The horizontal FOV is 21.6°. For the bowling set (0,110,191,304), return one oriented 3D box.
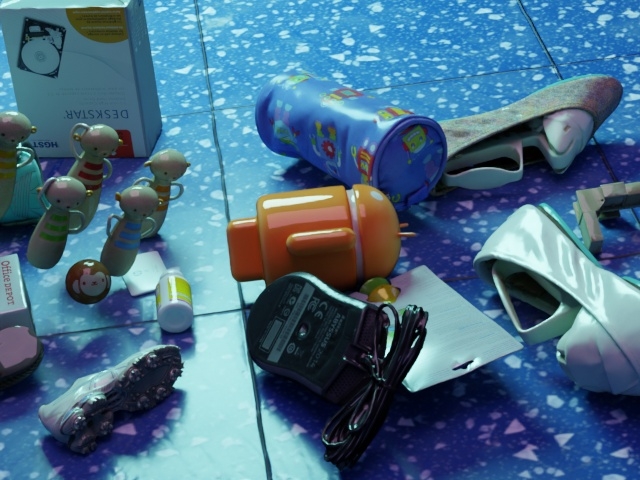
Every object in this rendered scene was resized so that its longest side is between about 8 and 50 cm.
[{"bbox_3d":[-0.263,-0.035,1.999,0.287,0.154,0.200,3,37,-33],"label":"bowling set"}]

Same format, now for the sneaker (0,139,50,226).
[{"bbox_3d":[-0.436,-0.044,2.132,0.178,0.124,0.295,-4,31,20],"label":"sneaker"}]

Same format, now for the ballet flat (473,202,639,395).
[{"bbox_3d":[0.291,0.089,1.831,0.139,0.139,0.400,-17,31,-17],"label":"ballet flat"}]

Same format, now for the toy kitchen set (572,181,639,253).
[{"bbox_3d":[0.356,-0.020,2.049,0.083,0.068,0.075,-9,61,-5],"label":"toy kitchen set"}]

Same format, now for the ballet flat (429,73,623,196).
[{"bbox_3d":[0.262,-0.124,2.178,0.316,0.107,0.106,-19,48,-7],"label":"ballet flat"}]

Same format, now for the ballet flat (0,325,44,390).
[{"bbox_3d":[-0.427,0.164,1.872,0.250,0.058,0.084,-23,72,-16],"label":"ballet flat"}]

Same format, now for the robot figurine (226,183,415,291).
[{"bbox_3d":[0.000,-0.001,1.988,0.219,0.158,0.128,-7,55,-1],"label":"robot figurine"}]

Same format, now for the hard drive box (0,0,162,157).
[{"bbox_3d":[-0.325,-0.234,2.294,0.181,0.232,0.089,0,34,9],"label":"hard drive box"}]

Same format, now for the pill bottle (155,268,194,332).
[{"bbox_3d":[-0.173,0.069,1.981,0.043,0.043,0.083,-8,33,-3],"label":"pill bottle"}]

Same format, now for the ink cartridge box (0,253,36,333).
[{"bbox_3d":[-0.426,0.091,1.959,0.175,0.072,0.127,-12,33,-9],"label":"ink cartridge box"}]

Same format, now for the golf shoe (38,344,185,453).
[{"bbox_3d":[-0.232,0.158,1.838,0.086,0.069,0.176,19,39,42],"label":"golf shoe"}]

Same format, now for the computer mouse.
[{"bbox_3d":[0.015,0.124,1.814,0.272,0.072,0.188,31,92,53],"label":"computer mouse"}]

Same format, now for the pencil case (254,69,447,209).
[{"bbox_3d":[0.038,-0.129,2.150,0.119,0.133,0.306,-23,29,-26],"label":"pencil case"}]

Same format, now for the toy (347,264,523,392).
[{"bbox_3d":[0.112,0.111,1.866,0.137,0.056,0.237,-21,31,-16],"label":"toy"}]

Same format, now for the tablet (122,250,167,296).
[{"bbox_3d":[-0.217,0.040,2.067,0.054,0.006,0.083,-15,34,-14],"label":"tablet"}]
